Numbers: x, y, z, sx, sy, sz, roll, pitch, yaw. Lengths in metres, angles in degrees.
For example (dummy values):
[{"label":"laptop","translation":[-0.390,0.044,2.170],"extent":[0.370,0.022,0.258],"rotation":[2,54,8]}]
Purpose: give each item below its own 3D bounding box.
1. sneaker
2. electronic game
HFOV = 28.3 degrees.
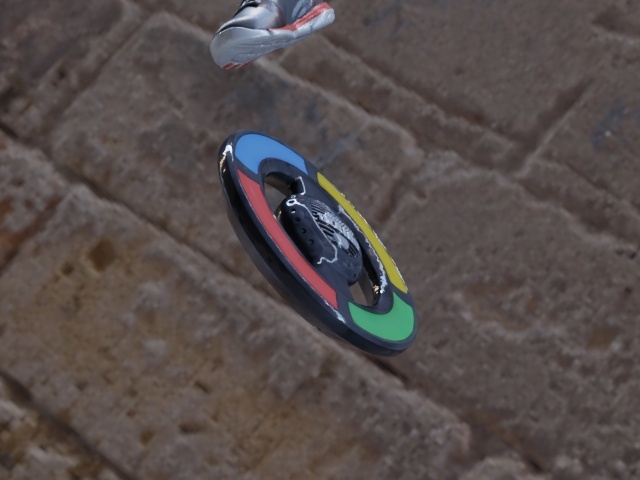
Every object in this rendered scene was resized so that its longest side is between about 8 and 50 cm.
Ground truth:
[{"label":"sneaker","translation":[-0.048,-0.179,0.992],"extent":[0.061,0.158,0.065],"rotation":[-25,-85,29]},{"label":"electronic game","translation":[0.000,0.000,1.048],"extent":[0.229,0.048,0.229],"rotation":[43,20,-20]}]
